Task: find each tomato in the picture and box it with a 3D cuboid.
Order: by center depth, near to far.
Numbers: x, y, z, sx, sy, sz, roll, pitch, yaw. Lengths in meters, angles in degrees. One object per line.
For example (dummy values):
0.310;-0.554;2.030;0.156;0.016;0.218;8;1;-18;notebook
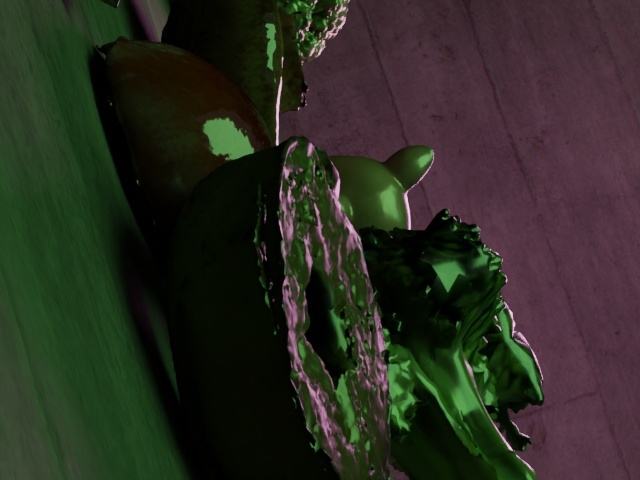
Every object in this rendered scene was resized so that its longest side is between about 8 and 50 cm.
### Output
-0.093;-0.069;1.318;0.228;0.112;0.199;73;-1;-51;tomato

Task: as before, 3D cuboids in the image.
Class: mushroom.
-0.088;-0.164;1.679;0.278;0.146;0.278;177;-90;-81;mushroom

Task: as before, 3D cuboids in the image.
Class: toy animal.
0.002;-0.011;1.742;0.154;0.166;0.250;47;-34;-10;toy animal

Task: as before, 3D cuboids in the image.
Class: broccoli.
0.069;0.130;1.574;0.338;0.277;0.317;63;0;-30;broccoli

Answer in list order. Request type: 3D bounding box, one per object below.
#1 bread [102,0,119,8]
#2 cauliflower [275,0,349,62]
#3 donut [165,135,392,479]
-0.178;-0.260;1.280;0.192;0.067;0.119;-105;175;-59;bread
-0.099;-0.326;2.179;0.327;0.281;0.260;123;-23;-61;cauliflower
-0.031;0.063;1.176;0.272;0.107;0.272;-9;90;-76;donut
